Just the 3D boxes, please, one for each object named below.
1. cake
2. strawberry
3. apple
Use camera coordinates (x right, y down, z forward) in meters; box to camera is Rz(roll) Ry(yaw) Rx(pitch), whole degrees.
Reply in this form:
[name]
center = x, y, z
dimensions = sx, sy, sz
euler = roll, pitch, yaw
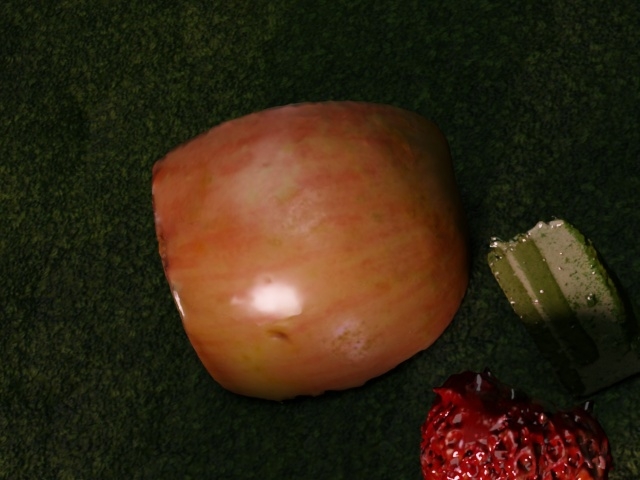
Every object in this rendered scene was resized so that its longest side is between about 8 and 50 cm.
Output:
[cake]
center = 0.248, 0.066, 1.858
dimensions = 0.100, 0.235, 0.099
euler = -26, 58, 12
[strawberry]
center = 0.176, 0.228, 1.805
dimensions = 0.184, 0.187, 0.201
euler = -2, 63, 66
[apple]
center = 0.000, 0.000, 2.047
dimensions = 0.309, 0.314, 0.252
euler = -14, 8, 14
